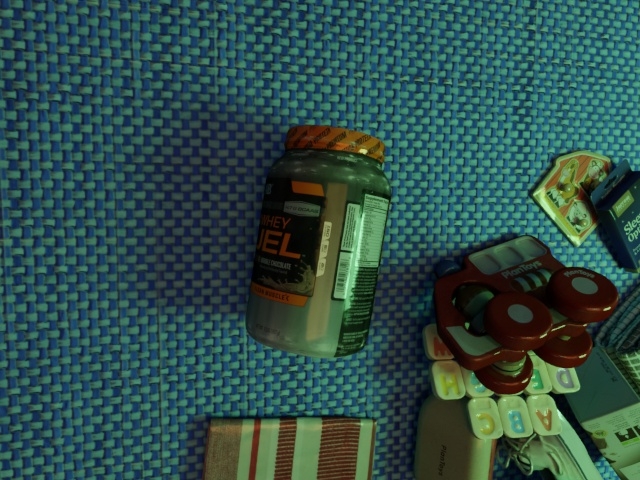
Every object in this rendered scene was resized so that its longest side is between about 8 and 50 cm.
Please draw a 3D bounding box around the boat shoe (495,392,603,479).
[{"bbox_3d":[0.446,0.432,0.846,0.156,0.136,0.367,-36,108,2],"label":"boat shoe"}]

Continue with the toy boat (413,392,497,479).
[{"bbox_3d":[0.287,0.408,0.808,0.151,0.151,0.231,2,95,-43],"label":"toy boat"}]

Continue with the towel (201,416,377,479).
[{"bbox_3d":[-0.058,0.455,0.769,0.329,0.037,0.236,6,91,-15],"label":"towel"}]

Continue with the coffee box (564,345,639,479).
[{"bbox_3d":[0.637,0.398,0.841,0.119,0.168,0.297,-35,102,22],"label":"coffee box"}]

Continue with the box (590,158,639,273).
[{"bbox_3d":[0.690,-0.053,0.886,0.136,0.036,0.225,-42,108,-10],"label":"box"}]

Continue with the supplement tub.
[{"bbox_3d":[0.000,0.000,0.659,0.207,0.207,0.337,8,92,-13],"label":"supplement tub"}]

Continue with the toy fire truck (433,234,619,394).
[{"bbox_3d":[0.346,0.112,0.743,0.302,0.254,0.169,-18,130,-10],"label":"toy fire truck"}]

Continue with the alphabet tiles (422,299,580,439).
[{"bbox_3d":[0.344,0.225,0.771,0.284,0.021,0.277,0,63,-6],"label":"alphabet tiles"}]

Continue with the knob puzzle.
[{"bbox_3d":[0.576,-0.111,0.874,0.213,0.030,0.213,-1,94,-13],"label":"knob puzzle"}]

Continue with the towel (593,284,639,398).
[{"bbox_3d":[0.791,0.233,0.903,0.284,0.121,0.235,-42,103,-7],"label":"towel"}]
